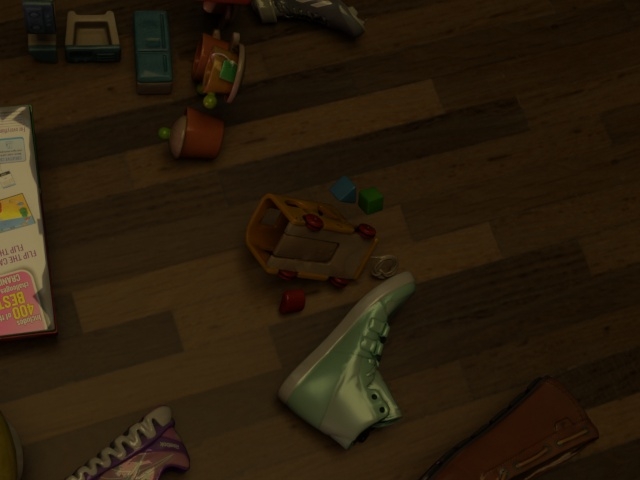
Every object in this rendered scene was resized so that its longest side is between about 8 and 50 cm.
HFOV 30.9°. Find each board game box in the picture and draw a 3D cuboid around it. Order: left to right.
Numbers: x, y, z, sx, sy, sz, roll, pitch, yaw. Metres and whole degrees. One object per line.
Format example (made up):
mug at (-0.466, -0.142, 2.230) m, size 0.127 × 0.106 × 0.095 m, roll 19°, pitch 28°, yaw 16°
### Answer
board game box at (-0.491, -0.014, 1.552) m, size 0.242 × 0.064 × 0.316 m, roll -6°, pitch 82°, yaw -12°

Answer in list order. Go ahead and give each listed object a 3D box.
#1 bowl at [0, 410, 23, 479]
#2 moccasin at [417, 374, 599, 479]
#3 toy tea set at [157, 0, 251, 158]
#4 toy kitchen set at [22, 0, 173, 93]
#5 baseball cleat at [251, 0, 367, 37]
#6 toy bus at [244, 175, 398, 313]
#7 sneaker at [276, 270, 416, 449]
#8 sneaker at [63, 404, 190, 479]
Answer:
bowl at (-0.461, 0.277, 1.416) m, size 0.156 × 0.289 × 0.289 m, roll -2°, pitch 63°, yaw -58°
moccasin at (0.222, 0.343, 1.553) m, size 0.380 × 0.139 × 0.147 m, roll -33°, pitch 70°, yaw -29°
toy tea set at (-0.178, -0.285, 1.671) m, size 0.124 × 0.200 × 0.336 m, roll 11°, pitch 74°, yaw -15°
toy kitchen set at (-0.317, -0.299, 1.664) m, size 0.207 × 0.166 × 0.122 m, roll -3°, pitch 71°, yaw -11°
baseball cleat at (-0.032, -0.360, 1.801) m, size 0.206 × 0.072 × 0.109 m, roll 39°, pitch 82°, yaw 10°
toy bus at (-0.007, -0.006, 1.643) m, size 0.191 × 0.202 × 0.104 m, roll -29°, pitch 47°, yaw -12°
sneaker at (0.079, 0.170, 1.601) m, size 0.151 × 0.094 × 0.256 m, roll 41°, pitch 78°, yaw 12°
sneaker at (-0.262, 0.319, 1.492) m, size 0.236 × 0.095 × 0.104 m, roll -37°, pitch 88°, yaw -21°
